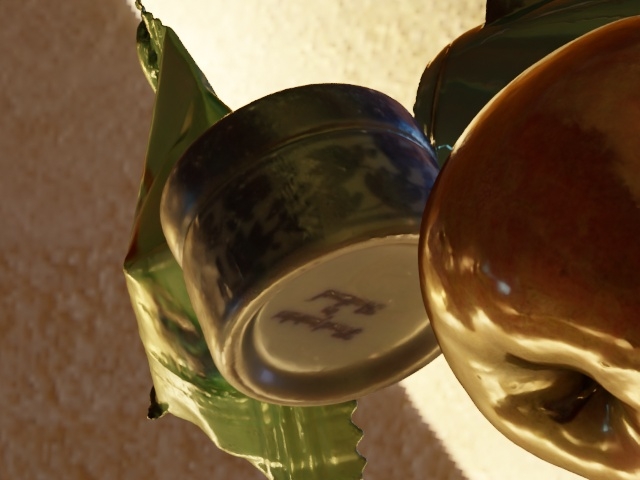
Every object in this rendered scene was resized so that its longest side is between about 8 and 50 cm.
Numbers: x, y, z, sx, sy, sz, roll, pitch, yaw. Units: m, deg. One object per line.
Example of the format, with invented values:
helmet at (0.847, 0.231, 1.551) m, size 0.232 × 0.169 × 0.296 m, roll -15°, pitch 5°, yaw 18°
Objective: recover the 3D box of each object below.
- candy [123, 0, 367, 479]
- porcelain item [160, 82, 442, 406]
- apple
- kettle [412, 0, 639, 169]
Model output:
candy at (-0.078, -0.010, 1.561) m, size 0.172 × 0.263 × 0.398 m, roll -10°, pitch -145°, yaw -6°
porcelain item at (0.000, 0.000, 0.984) m, size 0.147 × 0.147 × 0.114 m, roll -8°, pitch -128°, yaw -21°
apple at (0.137, 0.003, 0.771) m, size 0.188 × 0.188 × 0.174 m, roll 24°, pitch -121°, yaw 16°
kettle at (0.226, -0.035, 1.370) m, size 0.342 × 0.319 × 0.247 m, roll 2°, pitch -171°, yaw 22°
